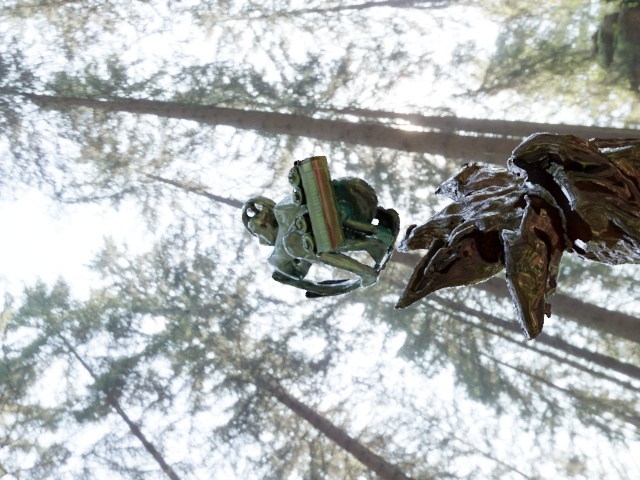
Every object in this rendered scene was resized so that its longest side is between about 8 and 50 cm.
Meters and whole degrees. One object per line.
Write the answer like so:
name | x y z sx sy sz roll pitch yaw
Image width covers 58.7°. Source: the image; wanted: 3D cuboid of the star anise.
star anise | 0.166 -0.037 0.455 0.272 0.272 0.102 -38 -62 -26

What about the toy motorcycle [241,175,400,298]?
toy motorcycle | 0.000 0.000 0.942 0.206 0.260 0.154 65 -145 -21

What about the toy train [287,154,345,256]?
toy train | -0.007 -0.049 0.828 0.038 0.071 0.147 -13 -90 -49
